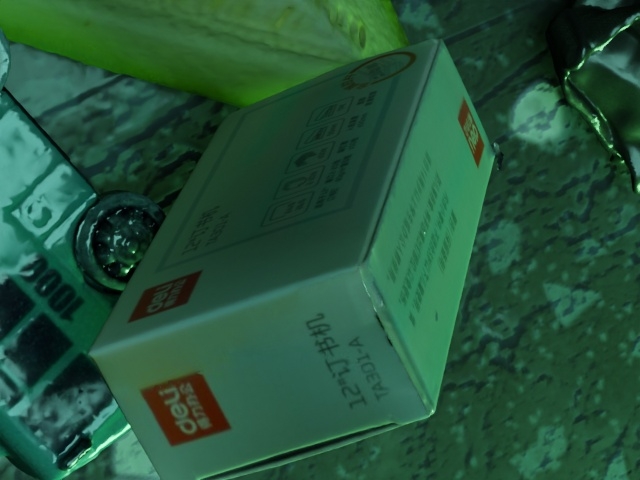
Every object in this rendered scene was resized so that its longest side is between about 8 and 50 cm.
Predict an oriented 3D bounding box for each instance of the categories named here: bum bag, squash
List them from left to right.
[{"bbox_3d":[-0.037,-0.172,0.924,0.289,0.203,0.111,12,51,-20],"label":"squash"},{"bbox_3d":[0.228,-0.185,1.059,0.142,0.080,0.326,20,90,-27],"label":"bum bag"}]

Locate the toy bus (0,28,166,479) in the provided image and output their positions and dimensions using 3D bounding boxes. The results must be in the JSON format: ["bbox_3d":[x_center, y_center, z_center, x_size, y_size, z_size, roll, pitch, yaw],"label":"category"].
[{"bbox_3d":[-0.176,-0.004,0.896,0.147,0.128,0.256,-44,111,-13],"label":"toy bus"}]

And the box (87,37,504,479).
[{"bbox_3d":[0.000,0.000,0.855,0.135,0.269,0.079,-18,112,19],"label":"box"}]
